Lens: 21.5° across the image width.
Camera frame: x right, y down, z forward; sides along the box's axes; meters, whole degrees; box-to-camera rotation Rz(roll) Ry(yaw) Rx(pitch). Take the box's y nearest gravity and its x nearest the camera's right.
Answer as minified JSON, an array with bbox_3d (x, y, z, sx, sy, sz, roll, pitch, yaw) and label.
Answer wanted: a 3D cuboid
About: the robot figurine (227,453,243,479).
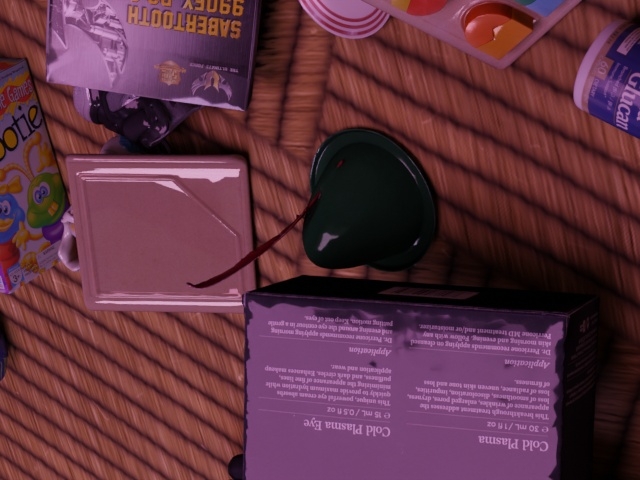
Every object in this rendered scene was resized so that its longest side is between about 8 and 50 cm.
[{"bbox_3d":[-0.046,0.394,2.173,0.278,0.209,0.174,0,158,41],"label":"robot figurine"}]

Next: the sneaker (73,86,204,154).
[{"bbox_3d":[-0.201,-0.212,1.964,0.153,0.101,0.268,36,141,17],"label":"sneaker"}]

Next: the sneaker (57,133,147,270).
[{"bbox_3d":[-0.269,-0.043,2.130,0.087,0.092,0.228,41,140,14],"label":"sneaker"}]

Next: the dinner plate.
[{"bbox_3d":[0.024,-0.281,1.775,0.141,0.017,0.141,21,129,29],"label":"dinner plate"}]

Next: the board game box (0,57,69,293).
[{"bbox_3d":[-0.445,-0.089,2.225,0.144,0.142,0.275,7,121,39],"label":"board game box"}]

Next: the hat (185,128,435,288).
[{"bbox_3d":[0.000,0.000,1.856,0.173,0.183,0.208,42,137,15],"label":"hat"}]

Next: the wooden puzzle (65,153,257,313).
[{"bbox_3d":[-0.191,-0.010,2.072,0.221,0.044,0.238,1,124,7],"label":"wooden puzzle"}]

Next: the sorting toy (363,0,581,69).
[{"bbox_3d":[0.149,-0.245,1.598,0.193,0.038,0.208,24,145,-22],"label":"sorting toy"}]

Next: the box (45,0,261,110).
[{"bbox_3d":[-0.181,-0.250,1.852,0.231,0.056,0.183,9,116,3],"label":"box"}]

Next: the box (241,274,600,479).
[{"bbox_3d":[0.103,0.207,1.762,0.343,0.179,0.312,4,95,19],"label":"box"}]

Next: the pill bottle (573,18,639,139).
[{"bbox_3d":[0.326,-0.128,1.548,0.169,0.094,0.094,30,133,24],"label":"pill bottle"}]

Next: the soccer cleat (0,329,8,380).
[{"bbox_3d":[-0.586,0.137,2.540,0.289,0.093,0.121,22,136,31],"label":"soccer cleat"}]
